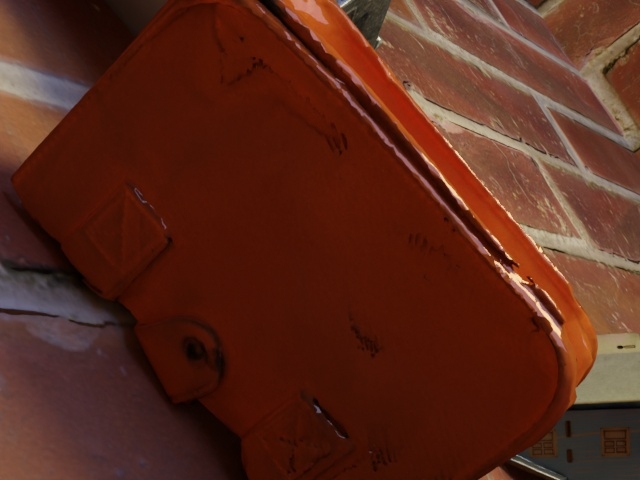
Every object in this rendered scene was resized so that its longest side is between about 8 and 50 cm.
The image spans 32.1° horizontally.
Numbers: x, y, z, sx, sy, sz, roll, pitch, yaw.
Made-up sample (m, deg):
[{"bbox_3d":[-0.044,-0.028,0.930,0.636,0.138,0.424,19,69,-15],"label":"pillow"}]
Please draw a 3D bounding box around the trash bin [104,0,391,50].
[{"bbox_3d":[-0.129,-0.297,1.138,0.368,0.256,0.296,44,63,13],"label":"trash bin"}]

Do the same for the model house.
[{"bbox_3d":[0.345,0.238,1.317,0.178,0.271,0.206,-77,159,-64],"label":"model house"}]

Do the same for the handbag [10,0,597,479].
[{"bbox_3d":[-0.017,0.022,0.849,0.410,0.303,0.116,50,26,3],"label":"handbag"}]
